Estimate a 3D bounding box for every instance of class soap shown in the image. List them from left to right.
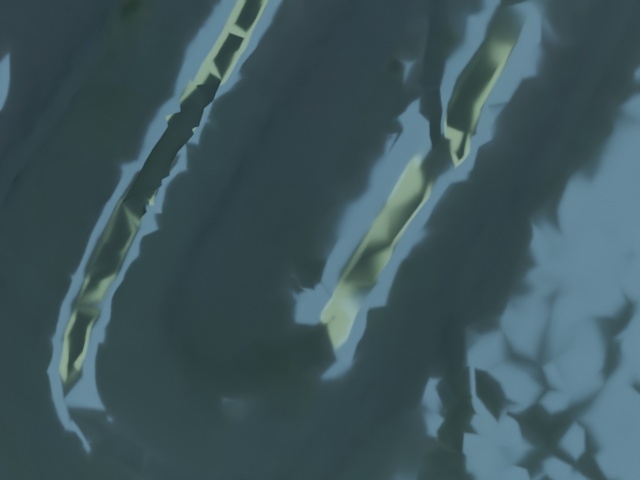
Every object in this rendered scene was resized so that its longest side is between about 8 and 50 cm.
[{"bbox_3d":[0.000,0.000,0.507,0.435,0.213,0.350,37,99,23],"label":"soap"}]
